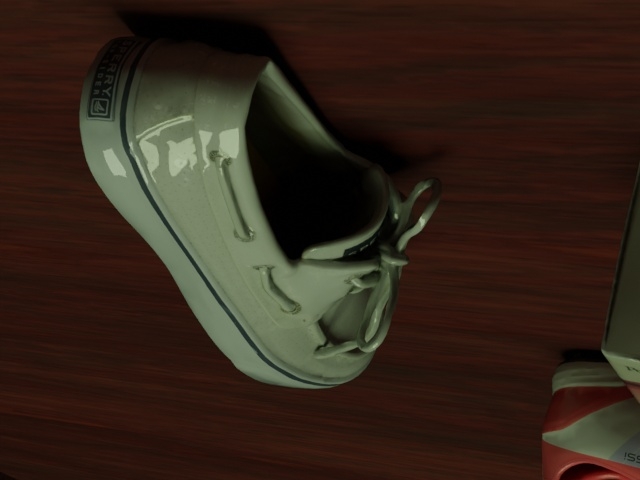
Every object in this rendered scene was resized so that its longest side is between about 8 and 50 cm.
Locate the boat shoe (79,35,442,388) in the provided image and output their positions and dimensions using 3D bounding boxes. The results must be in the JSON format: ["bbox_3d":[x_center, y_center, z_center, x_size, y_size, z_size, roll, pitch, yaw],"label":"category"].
[{"bbox_3d":[0.002,-0.008,1.149,0.157,0.135,0.367,3,150,26],"label":"boat shoe"}]

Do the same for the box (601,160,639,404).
[{"bbox_3d":[0.272,0.056,1.091,0.149,0.126,0.232,7,162,26],"label":"box"}]

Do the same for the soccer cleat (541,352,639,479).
[{"bbox_3d":[0.320,0.164,1.416,0.318,0.116,0.108,5,161,32],"label":"soccer cleat"}]
